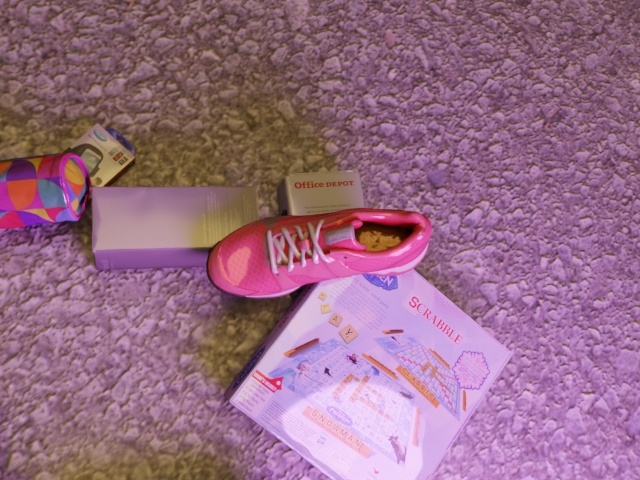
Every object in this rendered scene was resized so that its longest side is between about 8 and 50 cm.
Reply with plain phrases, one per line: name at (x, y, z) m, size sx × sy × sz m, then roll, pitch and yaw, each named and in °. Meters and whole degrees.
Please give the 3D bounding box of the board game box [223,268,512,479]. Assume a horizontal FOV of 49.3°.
board game box at (0.078, 0.198, 1.039) m, size 0.319 × 0.066 × 0.318 m, roll 41°, pitch 78°, yaw -11°

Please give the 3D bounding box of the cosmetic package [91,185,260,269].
cosmetic package at (-0.214, -0.017, 1.029) m, size 0.238 × 0.127 × 0.107 m, roll -4°, pitch 76°, yaw -14°

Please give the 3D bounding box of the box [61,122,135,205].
box at (-0.350, -0.117, 1.070) m, size 0.081 × 0.028 × 0.136 m, roll 42°, pitch 71°, yaw -1°

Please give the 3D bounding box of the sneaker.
sneaker at (0.000, -0.001, 0.933) m, size 0.314 × 0.136 × 0.116 m, roll -10°, pitch 79°, yaw -7°

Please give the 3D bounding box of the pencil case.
pencil case at (-0.439, -0.061, 0.960) m, size 0.236 × 0.104 × 0.104 m, roll -6°, pitch 77°, yaw 6°

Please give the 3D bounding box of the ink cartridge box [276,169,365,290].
ink cartridge box at (0.008, -0.016, 1.115) m, size 0.127 × 0.072 × 0.175 m, roll -5°, pitch 78°, yaw -16°
